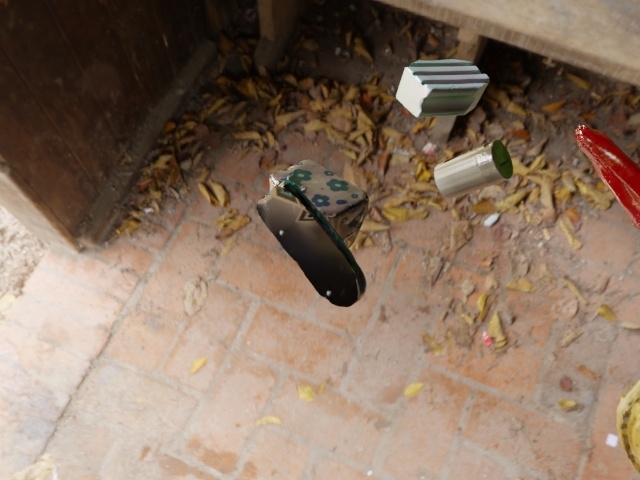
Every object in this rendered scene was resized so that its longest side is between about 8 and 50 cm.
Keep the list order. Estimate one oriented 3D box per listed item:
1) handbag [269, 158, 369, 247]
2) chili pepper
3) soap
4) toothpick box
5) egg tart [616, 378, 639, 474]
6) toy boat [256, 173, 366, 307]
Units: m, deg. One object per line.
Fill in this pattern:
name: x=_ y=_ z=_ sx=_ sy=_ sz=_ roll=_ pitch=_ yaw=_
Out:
handbag: x=-0.014 y=-0.073 z=1.690 sx=0.252 sy=0.193 sz=0.190 roll=35 pitch=47 yaw=30
chili pepper: x=0.683 y=-0.104 z=1.353 sx=0.110 sy=0.110 sz=0.387 roll=-40 pitch=88 yaw=-16
soap: x=0.311 y=-0.380 z=1.582 sx=0.231 sy=0.091 sz=0.145 roll=-8 pitch=47 yaw=-29
toothpick box: x=0.409 y=-0.187 z=1.684 sx=0.111 sy=0.181 sz=0.111 roll=20 pitch=61 yaw=-41
egg tart: x=0.394 y=0.126 z=0.504 sx=0.297 sy=0.296 sz=0.132 roll=15 pitch=27 yaw=7
toy boat: x=0.000 y=0.000 z=1.341 sx=0.298 sy=0.134 sz=0.092 roll=53 pitch=43 yaw=-4
